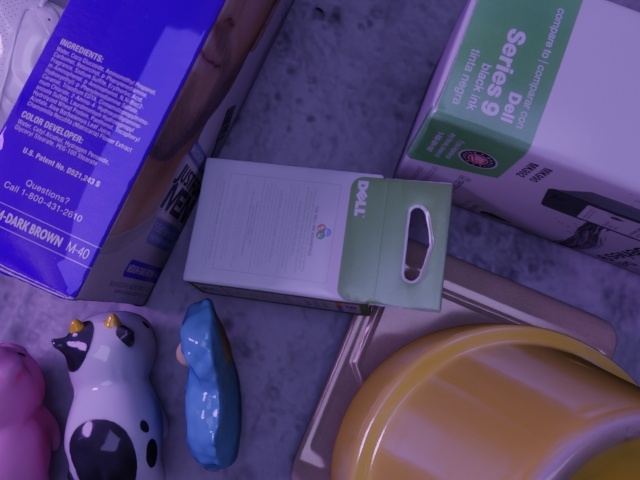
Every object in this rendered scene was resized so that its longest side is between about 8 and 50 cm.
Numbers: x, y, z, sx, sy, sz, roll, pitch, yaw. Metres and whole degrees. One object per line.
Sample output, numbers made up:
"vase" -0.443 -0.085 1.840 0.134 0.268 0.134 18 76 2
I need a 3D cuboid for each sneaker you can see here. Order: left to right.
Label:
"sneaker" -0.275 -0.203 0.609 0.115 0.090 0.232 -15 93 -9

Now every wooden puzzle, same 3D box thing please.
"wooden puzzle" 0.116 0.140 0.589 0.221 0.044 0.239 23 79 2

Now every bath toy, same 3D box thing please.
"bath toy" -0.244 0.138 0.541 0.348 0.129 0.151 -13 50 -3

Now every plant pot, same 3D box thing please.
"plant pot" 0.146 0.180 0.433 0.254 0.239 0.254 1 83 -7

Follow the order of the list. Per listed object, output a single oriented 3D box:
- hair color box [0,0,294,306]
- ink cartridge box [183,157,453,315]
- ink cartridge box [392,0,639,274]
"hair color box" -0.132 -0.120 0.542 0.110 0.185 0.339 23 84 2
"ink cartridge box" 0.000 0.000 0.569 0.209 0.062 0.109 6 76 9
"ink cartridge box" 0.220 -0.069 0.525 0.289 0.211 0.122 21 83 2
